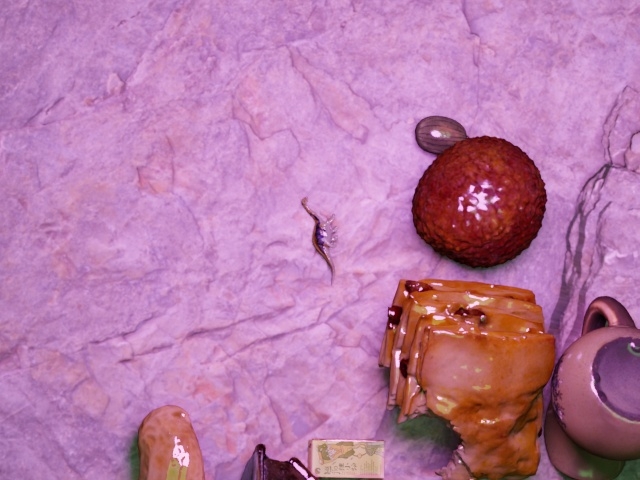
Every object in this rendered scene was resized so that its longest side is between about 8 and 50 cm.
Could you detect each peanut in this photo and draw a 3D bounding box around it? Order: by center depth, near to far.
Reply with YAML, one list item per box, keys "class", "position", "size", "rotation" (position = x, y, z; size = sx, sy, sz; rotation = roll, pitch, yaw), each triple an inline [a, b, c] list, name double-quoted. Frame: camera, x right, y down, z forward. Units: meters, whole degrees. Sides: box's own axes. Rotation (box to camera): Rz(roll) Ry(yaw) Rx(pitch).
- class: "peanut"
  position: [-0.287, 0.457, 1.730]
  size: [0.147, 0.147, 0.305]
  rotation: [11, 83, -4]

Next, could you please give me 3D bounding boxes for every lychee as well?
- class: "lychee"
  position: [0.305, -0.069, 1.793]
  size: [0.261, 0.260, 0.260]
  rotation: [1, 83, -5]

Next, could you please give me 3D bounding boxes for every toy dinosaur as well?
- class: "toy dinosaur"
  position: [0.014, -0.006, 1.861]
  size: [0.058, 0.037, 0.180]
  rotation: [-20, 78, 17]

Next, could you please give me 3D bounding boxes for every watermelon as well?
- class: "watermelon"
  position: [0.242, -0.209, 1.883]
  size: [0.111, 0.078, 0.078]
  rotation: [13, 82, -5]

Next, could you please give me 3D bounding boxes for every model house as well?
- class: "model house"
  position: [-0.076, 0.489, 1.773]
  size: [0.152, 0.106, 0.165]
  rotation: [16, 118, -14]

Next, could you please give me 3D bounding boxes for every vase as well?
- class: "vase"
  position: [0.539, 0.263, 1.772]
  size: [0.241, 0.302, 0.329]
  rotation: [3, 63, 0]

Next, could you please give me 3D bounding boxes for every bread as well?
- class: "bread"
  position: [0.274, 0.262, 1.723]
  size: [0.314, 0.191, 0.369]
  rotation: [4, 92, -11]

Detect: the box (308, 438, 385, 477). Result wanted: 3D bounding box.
- class: "box"
  position: [0.051, 0.420, 1.820]
  size: [0.149, 0.020, 0.073]
  rotation: [1, 84, -4]
